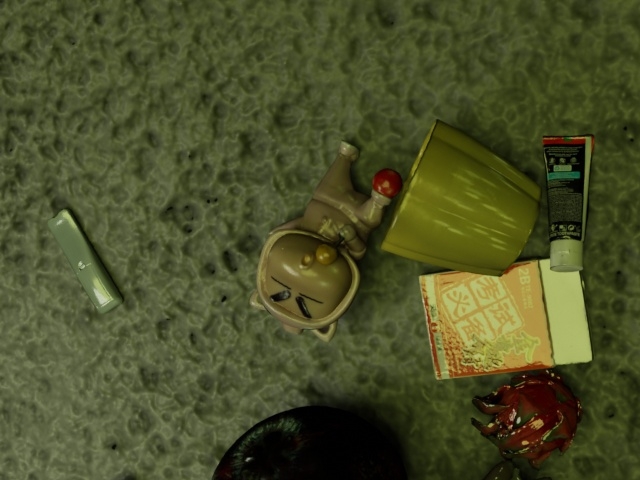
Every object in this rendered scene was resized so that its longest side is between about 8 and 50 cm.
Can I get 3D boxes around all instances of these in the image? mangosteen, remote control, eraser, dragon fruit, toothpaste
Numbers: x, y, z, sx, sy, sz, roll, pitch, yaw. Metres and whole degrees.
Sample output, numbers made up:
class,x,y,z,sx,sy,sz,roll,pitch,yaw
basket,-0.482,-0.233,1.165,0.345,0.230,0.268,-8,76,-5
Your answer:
class,x,y,z,sx,sy,sz,roll,pitch,yaw
mangosteen,-0.005,0.391,1.420,0.300,0.300,0.301,2,97,17
remote control,-0.392,0.035,1.626,0.050,0.027,0.184,-33,85,18
eraser,0.267,0.110,1.419,0.230,0.038,0.157,-9,93,19
dragon fruit,0.296,0.248,1.388,0.142,0.121,0.130,-50,52,1
toothpaste,0.343,-0.055,1.361,0.071,0.045,0.194,-2,76,18

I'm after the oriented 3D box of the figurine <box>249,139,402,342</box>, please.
class,x,y,z,sx,sy,sz,roll,pitch,yaw
figurine,0.000,0.000,1.421,0.176,0.186,0.287,34,98,13

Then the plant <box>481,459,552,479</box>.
class,x,y,z,sx,sy,sz,roll,pitch,yaw
plant,0.218,0.466,1.401,0.321,0.194,0.182,-47,64,27

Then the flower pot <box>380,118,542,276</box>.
class,x,y,z,sx,sy,sz,roll,pitch,yaw
flower pot,0.199,-0.045,1.355,0.179,0.195,0.195,23,103,2
